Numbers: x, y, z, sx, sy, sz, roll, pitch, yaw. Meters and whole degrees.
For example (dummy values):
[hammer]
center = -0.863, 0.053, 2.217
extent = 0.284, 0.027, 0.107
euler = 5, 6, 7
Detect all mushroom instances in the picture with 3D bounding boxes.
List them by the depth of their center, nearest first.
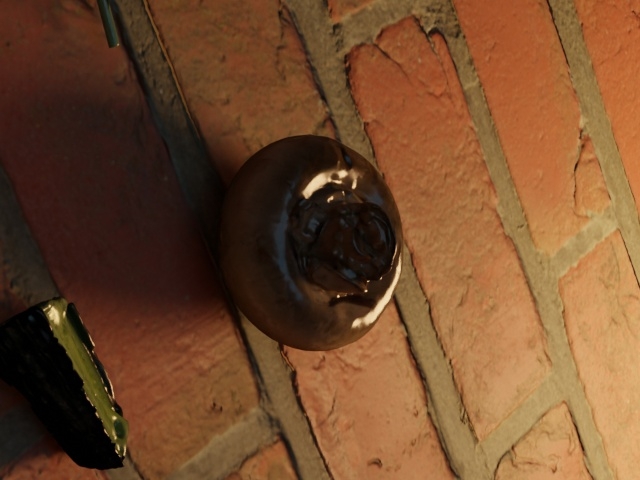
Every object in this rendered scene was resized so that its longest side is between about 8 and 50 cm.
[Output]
[mushroom]
center = 0.000, 0.000, 1.564
extent = 0.226, 0.178, 0.226
euler = 15, 67, -38

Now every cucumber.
[cucumber]
center = -0.239, 0.124, 1.375
extent = 0.086, 0.115, 0.193
euler = -29, 119, 2

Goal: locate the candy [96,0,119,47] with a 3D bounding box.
[candy]
center = -0.230, -0.325, 1.441
extent = 0.084, 0.078, 0.287
euler = -22, 106, -28
